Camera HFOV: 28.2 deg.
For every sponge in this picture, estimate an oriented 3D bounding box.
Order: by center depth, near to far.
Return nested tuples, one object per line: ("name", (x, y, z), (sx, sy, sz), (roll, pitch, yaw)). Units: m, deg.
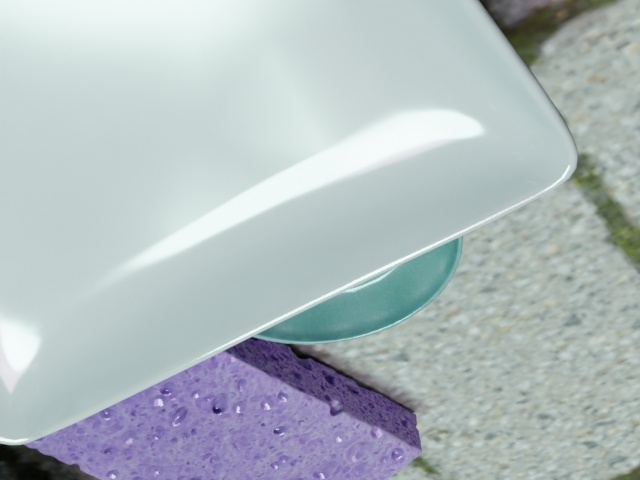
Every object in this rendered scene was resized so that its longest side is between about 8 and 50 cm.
("sponge", (-0.062, 0.084, 0.622), (0.117, 0.031, 0.210), (-36, 130, 28))

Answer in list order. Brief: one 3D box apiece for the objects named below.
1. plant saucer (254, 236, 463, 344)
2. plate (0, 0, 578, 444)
("plant saucer", (0.000, 0.000, 0.544), (0.119, 0.021, 0.119), (-4, 138, -3))
("plate", (-0.095, -0.062, 0.430), (0.278, 0.045, 0.277), (-27, 127, 21))
